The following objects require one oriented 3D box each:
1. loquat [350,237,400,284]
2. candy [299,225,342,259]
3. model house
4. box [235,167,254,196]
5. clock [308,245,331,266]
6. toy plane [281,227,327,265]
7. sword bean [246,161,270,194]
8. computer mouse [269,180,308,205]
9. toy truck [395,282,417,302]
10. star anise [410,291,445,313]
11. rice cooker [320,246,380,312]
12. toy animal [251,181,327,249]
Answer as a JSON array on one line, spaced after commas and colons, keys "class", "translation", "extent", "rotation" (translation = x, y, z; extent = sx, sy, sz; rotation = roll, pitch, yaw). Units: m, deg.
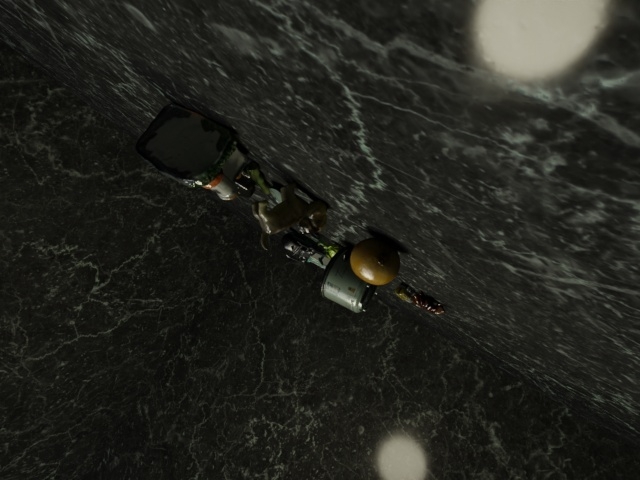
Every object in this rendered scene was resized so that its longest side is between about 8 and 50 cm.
[{"class": "loquat", "translation": [0.163, 0.061, 1.250], "extent": [0.163, 0.137, 0.163], "rotation": [15, 168, 3]}, {"class": "candy", "translation": [-0.002, 0.002, 1.930], "extent": [0.262, 0.077, 0.073], "rotation": [38, -169, 22]}, {"class": "model house", "translation": [-0.328, -0.219, 1.229], "extent": [0.271, 0.190, 0.301], "rotation": [27, 173, 24]}, {"class": "box", "translation": [-0.396, -0.277, 1.545], "extent": [0.350, 0.091, 0.359], "rotation": [33, 175, -7]}, {"class": "clock", "translation": [0.026, 0.116, 2.450], "extent": [0.231, 0.116, 0.262], "rotation": [28, 175, -6]}, {"class": "toy plane", "translation": [-0.054, 0.030, 1.983], "extent": [0.381, 0.106, 0.155], "rotation": [24, -147, -31]}, {"class": "sword bean", "translation": [-0.206, -0.208, 1.412], "extent": [0.043, 0.038, 0.269], "rotation": [40, 175, 9]}, {"class": "computer mouse", "translation": [-0.099, -0.116, 1.449], "extent": [0.229, 0.068, 0.113], "rotation": [35, 171, -27]}, {"class": "toy truck", "translation": [0.376, 0.233, 1.848], "extent": [0.052, 0.063, 0.123], "rotation": [25, 170, 44]}, {"class": "star anise", "translation": [0.460, 0.275, 1.792], "extent": [0.168, 0.057, 0.168], "rotation": [33, 173, 5]}, {"class": "rice cooker", "translation": [0.121, 0.159, 1.742], "extent": [0.227, 0.241, 0.280], "rotation": [24, 135, 22]}, {"class": "toy animal", "translation": [-0.089, -0.084, 1.250], "extent": [0.121, 0.233, 0.169], "rotation": [-5, 104, 62]}]
